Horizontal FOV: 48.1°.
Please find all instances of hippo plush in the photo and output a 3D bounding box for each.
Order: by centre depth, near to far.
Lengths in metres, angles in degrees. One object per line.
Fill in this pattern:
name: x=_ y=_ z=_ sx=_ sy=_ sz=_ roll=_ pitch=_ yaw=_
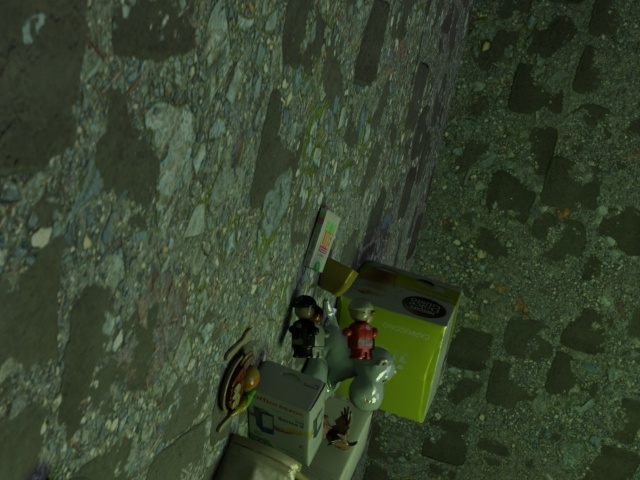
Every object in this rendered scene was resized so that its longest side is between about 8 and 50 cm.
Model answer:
hippo plush: x=0.095 y=0.358 z=2.025 sx=0.234 sy=0.236 sz=0.294 roll=58 pitch=49 yaw=-69

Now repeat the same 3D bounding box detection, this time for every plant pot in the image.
plant pot: x=0.040 y=0.101 z=1.893 sx=0.083 sy=0.081 sz=0.081 roll=-61 pitch=164 yaw=-2

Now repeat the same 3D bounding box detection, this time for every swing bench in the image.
swing bench: x=-0.143 y=0.589 z=1.541 sx=0.255 sy=0.165 sz=0.253 roll=77 pitch=32 yaw=-60

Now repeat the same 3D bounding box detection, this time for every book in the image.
book: x=0.000 y=0.000 z=1.739 sx=0.096 sy=0.035 sz=0.144 roll=30 pitch=77 yaw=-70

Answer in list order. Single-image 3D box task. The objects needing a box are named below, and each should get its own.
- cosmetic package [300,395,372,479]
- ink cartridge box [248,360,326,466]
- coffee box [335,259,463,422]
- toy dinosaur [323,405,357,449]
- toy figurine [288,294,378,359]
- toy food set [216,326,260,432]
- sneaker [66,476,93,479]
cosmetic package: x=-0.004 y=0.610 z=2.004 sx=0.365 sy=0.196 sz=0.155 roll=-49 pitch=151 yaw=-55
ink cartridge box: x=-0.076 y=0.386 z=1.600 sx=0.093 sy=0.154 sz=0.213 roll=-55 pitch=157 yaw=-47
coffee box: x=0.232 y=0.307 z=2.274 sx=0.334 sy=0.337 sz=0.338 roll=-40 pitch=143 yaw=-64
toy dinosaur: x=-0.012 y=0.471 z=1.825 sx=0.295 sy=0.200 sz=0.127 roll=31 pitch=75 yaw=-74
toy figurine: x=0.036 y=0.212 z=1.740 sx=0.209 sy=0.212 sz=0.148 roll=44 pitch=46 yaw=-76
toy food set: x=-0.157 y=0.285 z=1.431 sx=0.132 sy=0.038 sz=0.192 roll=-45 pitch=147 yaw=-61
sneaker: x=-0.324 y=0.407 z=0.911 sx=0.126 sy=0.091 sz=0.240 roll=156 pitch=-50 yaw=-86
